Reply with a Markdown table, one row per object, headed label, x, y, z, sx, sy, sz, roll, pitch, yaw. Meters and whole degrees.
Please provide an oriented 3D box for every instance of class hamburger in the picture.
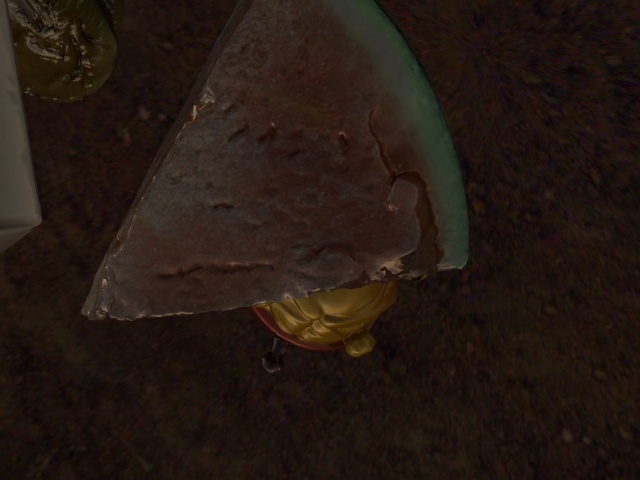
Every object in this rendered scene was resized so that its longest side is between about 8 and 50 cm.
| label | x | y | z | sx | sy | sz | roll | pitch | yaw |
| --- | --- | --- | --- | --- | --- | --- | --- | --- | --- |
| hamburger | -0.339 | -0.264 | 1.040 | 0.285 | 0.265 | 0.134 | 13 | 62 | 28 |

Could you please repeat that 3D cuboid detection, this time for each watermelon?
| label | x | y | z | sx | sy | sz | roll | pitch | yaw |
| --- | --- | --- | --- | --- | --- | --- | --- | --- | --- |
| watermelon | -0.018 | -0.030 | 0.729 | 0.222 | 0.292 | 0.319 | 29 | 98 | -7 |

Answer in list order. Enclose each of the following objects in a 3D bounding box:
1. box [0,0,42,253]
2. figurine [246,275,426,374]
| label | x | y | z | sx | sy | sz | roll | pitch | yaw |
| --- | --- | --- | --- | --- | --- | --- | --- | --- | --- |
| box | -0.214 | -0.147 | 0.448 | 0.214 | 0.069 | 0.353 | -24 | 77 | 52 |
| figurine | -0.003 | 0.001 | 1.263 | 0.320 | 0.323 | 0.196 | 28 | 137 | -24 |
